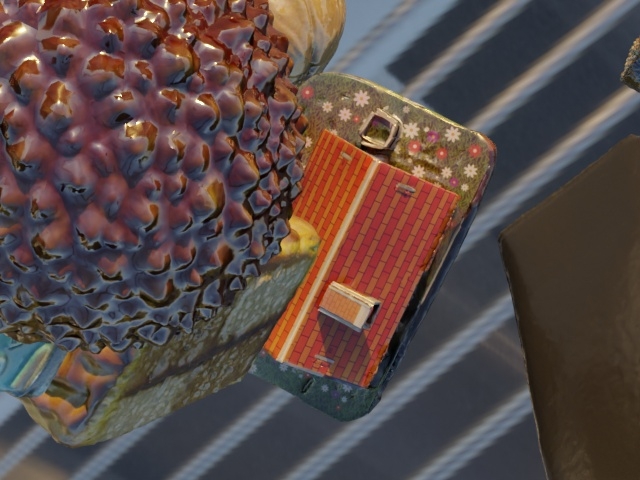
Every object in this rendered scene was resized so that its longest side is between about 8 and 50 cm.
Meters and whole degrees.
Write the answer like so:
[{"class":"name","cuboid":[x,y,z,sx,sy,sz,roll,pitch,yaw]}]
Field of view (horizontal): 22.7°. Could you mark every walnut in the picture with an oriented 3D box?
[{"class":"walnut","cuboid":[-0.086,-0.254,1.781,0.228,0.228,0.228,-6,126,-9]}]

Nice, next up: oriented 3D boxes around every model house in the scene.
[{"class":"model house","cuboid":[0.000,0.001,1.399,0.207,0.154,0.294,27,96,13]}]

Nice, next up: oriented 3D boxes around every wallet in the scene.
[{"class":"wallet","cuboid":[0.158,0.063,0.858,0.025,0.244,0.124,23,134,-35]}]

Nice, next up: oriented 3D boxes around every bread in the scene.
[{"class":"bread","cuboid":[-0.101,0.040,1.063,0.222,0.096,0.181,-18,146,-57]}]

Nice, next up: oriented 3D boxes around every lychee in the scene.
[{"class":"lychee","cuboid":[-0.093,-0.050,0.624,0.188,0.188,0.188,-6,126,-9]}]

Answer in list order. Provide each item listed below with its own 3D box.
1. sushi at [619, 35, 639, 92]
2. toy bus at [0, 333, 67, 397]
[{"class":"sushi","cuboid":[0.408,-0.227,1.851,0.078,0.090,0.150,33,143,4]},{"class":"toy bus","cuboid":[-0.244,-0.026,0.851,0.147,0.256,0.128,6,113,-53]}]
